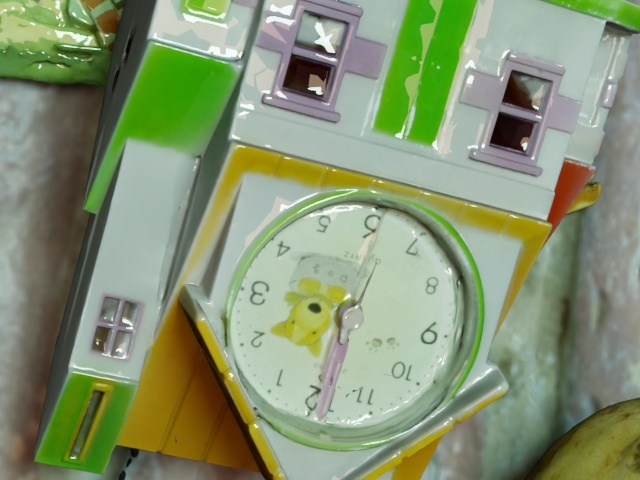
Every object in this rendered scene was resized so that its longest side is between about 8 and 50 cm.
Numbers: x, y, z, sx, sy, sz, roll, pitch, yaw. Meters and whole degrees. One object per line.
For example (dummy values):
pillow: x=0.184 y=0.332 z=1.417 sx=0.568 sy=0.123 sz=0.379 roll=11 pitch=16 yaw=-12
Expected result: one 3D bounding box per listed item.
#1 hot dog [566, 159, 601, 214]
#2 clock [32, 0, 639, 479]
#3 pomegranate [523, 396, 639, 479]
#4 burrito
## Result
hot dog: x=0.125 y=-0.026 z=0.868 sx=0.083 sy=0.021 sz=0.037 roll=-18 pitch=101 yaw=-13
clock: x=0.000 y=0.000 z=0.739 sx=0.235 sy=0.166 sz=0.310 roll=13 pitch=99 yaw=-17
pomegranate: x=0.201 y=0.200 z=0.755 sx=0.260 sy=0.260 sz=0.260 roll=1 pitch=87 yaw=-12
burrito: x=-0.069 y=-0.133 z=0.815 sx=0.288 sy=0.054 sz=0.104 roll=0 pitch=87 yaw=-12
